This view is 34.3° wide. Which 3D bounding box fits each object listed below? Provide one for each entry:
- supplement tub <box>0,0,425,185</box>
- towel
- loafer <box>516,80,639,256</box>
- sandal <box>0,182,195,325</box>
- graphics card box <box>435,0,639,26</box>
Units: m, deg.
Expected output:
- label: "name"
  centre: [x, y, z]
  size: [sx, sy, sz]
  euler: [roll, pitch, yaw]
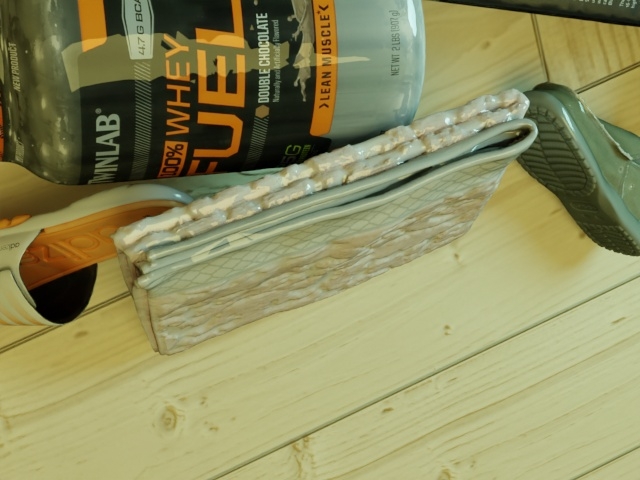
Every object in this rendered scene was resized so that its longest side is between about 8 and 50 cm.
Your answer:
- label: "supplement tub"
  centre: [-0.108, -0.151, 0.789]
  size: [0.338, 0.207, 0.207]
  euler: [-7, 117, -17]
- label: "towel"
  centre: [0.000, 0.000, 0.880]
  size: [0.332, 0.317, 0.053]
  euler: [-20, 77, -9]
- label: "loafer"
  centre: [0.271, -0.082, 1.043]
  size: [0.251, 0.094, 0.087]
  euler: [45, 70, -41]
- label: "sandal"
  centre: [-0.216, 0.025, 0.843]
  size: [0.265, 0.076, 0.102]
  euler: [-18, 151, 27]
- label: "graphics card box"
  centre: [0.243, -0.299, 0.866]
  size: [0.371, 0.094, 0.233]
  euler: [3, 104, -12]
